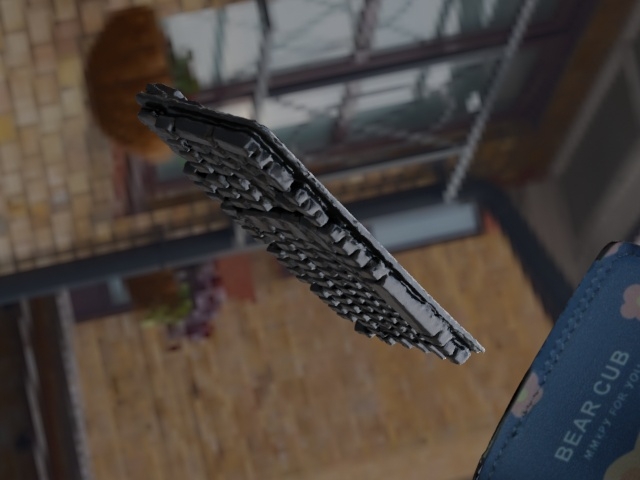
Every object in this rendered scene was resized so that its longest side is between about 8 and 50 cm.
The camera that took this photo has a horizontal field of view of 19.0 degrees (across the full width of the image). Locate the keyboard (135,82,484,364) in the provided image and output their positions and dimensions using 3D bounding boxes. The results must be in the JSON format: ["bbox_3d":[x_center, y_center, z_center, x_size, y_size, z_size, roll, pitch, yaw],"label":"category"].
[{"bbox_3d":[0.000,0.001,0.840,0.072,0.023,0.231,21,-14,35],"label":"keyboard"}]

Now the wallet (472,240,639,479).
[{"bbox_3d":[0.171,0.081,0.728,0.202,0.141,0.059,16,-21,43],"label":"wallet"}]
